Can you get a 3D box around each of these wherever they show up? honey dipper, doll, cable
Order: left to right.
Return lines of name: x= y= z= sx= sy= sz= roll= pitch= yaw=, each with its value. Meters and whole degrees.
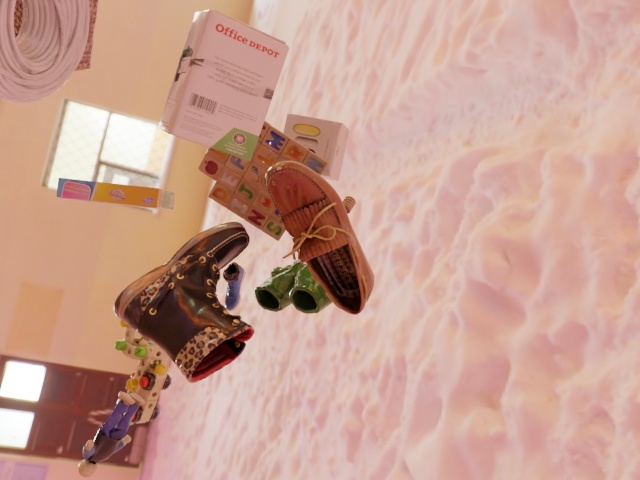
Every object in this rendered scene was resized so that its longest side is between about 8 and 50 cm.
cable: x=-0.452 y=-0.337 z=0.928 sx=0.257 sy=0.089 sz=0.256 roll=84 pitch=-157 yaw=-70
doll: x=-0.435 y=0.406 z=1.272 sx=0.188 sy=0.046 sz=0.129 roll=-58 pitch=-25 yaw=-4
honey dipper: x=0.039 y=-0.048 z=1.447 sx=0.160 sy=0.031 sz=0.030 roll=-55 pitch=0 yaw=-41

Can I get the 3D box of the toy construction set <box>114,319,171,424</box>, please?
toy construction set: x=-0.525 y=0.399 z=1.776 sx=0.215 sy=0.151 sz=0.327 roll=28 pitch=113 yaw=38

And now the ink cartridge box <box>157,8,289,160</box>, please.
ink cartridge box: x=-0.172 y=-0.273 z=1.092 sx=0.093 sy=0.160 sz=0.219 roll=31 pitch=103 yaw=56

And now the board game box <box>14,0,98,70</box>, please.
board game box: x=-0.782 y=-0.648 z=1.730 sx=0.141 sy=0.291 sz=0.232 roll=-29 pitch=-28 yaw=-48

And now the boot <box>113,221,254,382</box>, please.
boot: x=-0.261 y=0.139 z=1.470 sx=0.284 sy=0.377 sz=0.138 roll=40 pitch=149 yaw=27

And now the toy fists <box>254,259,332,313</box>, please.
toy fists: x=-0.044 y=0.109 z=1.556 sx=0.279 sy=0.142 sz=0.096 roll=-6 pitch=110 yaw=49

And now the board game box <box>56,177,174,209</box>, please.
board game box: x=-0.669 y=-0.151 z=2.045 sx=0.242 sy=0.317 sz=0.064 roll=-156 pitch=72 yaw=-88

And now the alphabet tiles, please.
alphabet tiles: x=-0.143 y=-0.157 z=1.606 sx=0.285 sy=0.343 sz=0.011 roll=-55 pitch=4 yaw=34

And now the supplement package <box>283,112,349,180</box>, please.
supplement package: x=-0.025 y=-0.330 z=2.188 sx=0.149 sy=0.203 sz=0.194 roll=6 pitch=-84 yaw=-77

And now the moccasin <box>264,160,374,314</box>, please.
moccasin: x=-0.003 y=0.001 z=1.310 sx=0.147 sy=0.139 sz=0.379 roll=-80 pitch=-30 yaw=-58

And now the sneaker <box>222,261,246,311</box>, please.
sneaker: x=-0.282 y=0.142 z=1.945 sx=0.084 sy=0.058 sz=0.152 roll=56 pitch=-137 yaw=-58
